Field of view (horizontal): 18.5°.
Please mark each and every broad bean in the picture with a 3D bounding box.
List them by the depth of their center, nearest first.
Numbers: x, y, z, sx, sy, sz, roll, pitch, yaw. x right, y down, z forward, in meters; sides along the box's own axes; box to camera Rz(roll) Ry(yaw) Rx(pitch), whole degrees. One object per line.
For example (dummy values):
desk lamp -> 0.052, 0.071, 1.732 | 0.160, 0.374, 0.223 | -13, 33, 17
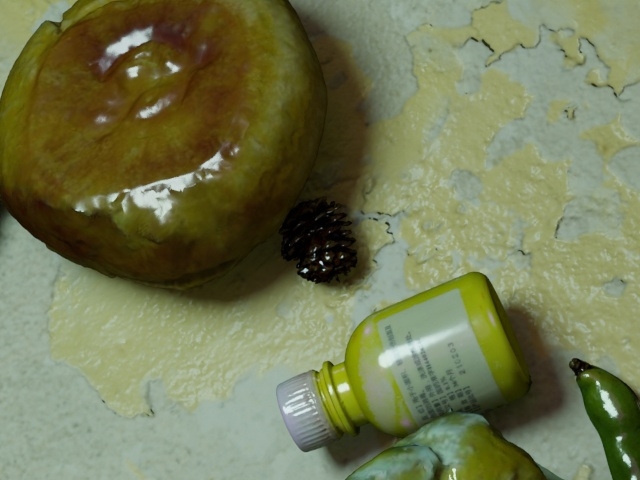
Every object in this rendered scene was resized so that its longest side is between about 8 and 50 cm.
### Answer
broad bean -> 0.273, 0.215, 1.690 | 0.052, 0.053, 0.256 | -40, 56, 43

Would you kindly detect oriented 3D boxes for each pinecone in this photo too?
pinecone -> 0.000, 0.000, 1.842 | 0.077, 0.077, 0.083 | -42, 87, -1

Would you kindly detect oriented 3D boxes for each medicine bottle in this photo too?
medicine bottle -> 0.070, 0.120, 1.748 | 0.213, 0.122, 0.121 | -23, 65, 8

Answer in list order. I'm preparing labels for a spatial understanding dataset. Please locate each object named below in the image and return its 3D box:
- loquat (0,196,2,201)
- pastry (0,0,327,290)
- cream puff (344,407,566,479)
loquat -> -0.390, -0.048, 1.945 | 0.163, 0.137, 0.163 | -9, 48, 11
pastry -> -0.153, -0.112, 1.867 | 0.356, 0.164, 0.356 | -12, 56, 19
cream puff -> 0.064, 0.318, 1.569 | 0.378, 0.378, 0.275 | -31, 85, 4
